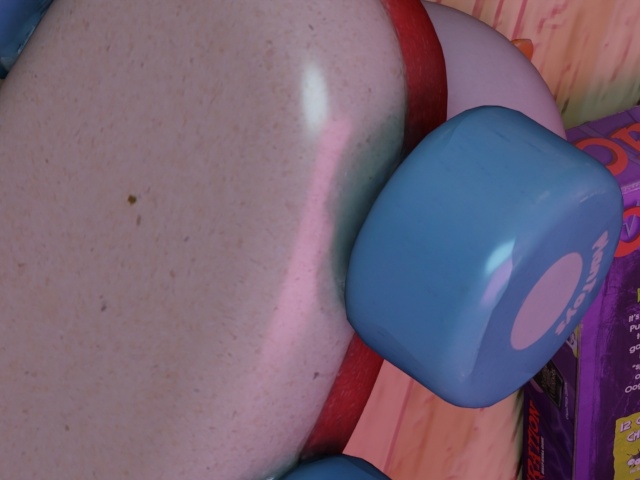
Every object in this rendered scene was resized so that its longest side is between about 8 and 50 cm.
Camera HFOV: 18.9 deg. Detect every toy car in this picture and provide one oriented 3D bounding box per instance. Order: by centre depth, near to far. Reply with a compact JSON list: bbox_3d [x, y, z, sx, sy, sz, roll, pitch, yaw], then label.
[{"bbox_3d":[0.000,0.000,0.612,0.238,0.219,0.210,-7,126,-57],"label":"toy car"}]

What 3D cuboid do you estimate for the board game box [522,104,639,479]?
[{"bbox_3d":[0.243,0.001,0.784,0.347,0.056,0.208,-18,136,-17],"label":"board game box"}]
